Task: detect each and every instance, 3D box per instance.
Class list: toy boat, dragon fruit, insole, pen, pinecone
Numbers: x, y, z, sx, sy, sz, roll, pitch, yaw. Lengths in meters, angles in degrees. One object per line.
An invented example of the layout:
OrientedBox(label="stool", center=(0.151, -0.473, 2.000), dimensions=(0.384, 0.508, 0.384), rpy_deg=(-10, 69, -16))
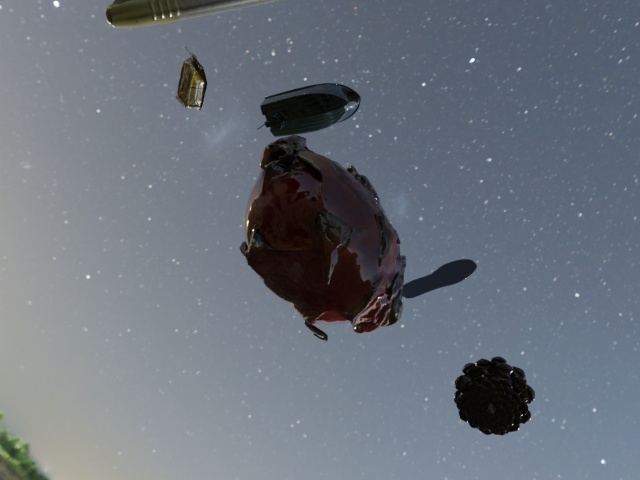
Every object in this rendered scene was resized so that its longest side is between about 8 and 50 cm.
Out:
OrientedBox(label="toy boat", center=(-0.019, -0.280, 1.112), dimensions=(0.246, 0.103, 0.092), rpy_deg=(-1, -53, 38))
OrientedBox(label="dragon fruit", center=(-0.002, -0.003, 0.804), dimensions=(0.250, 0.250, 0.315), rpy_deg=(-7, -57, 50))
OrientedBox(label="insole", center=(0.263, 0.085, 1.174), dimensions=(0.064, 0.189, 0.004), rpy_deg=(-121, -167, -48))
OrientedBox(label="pen", center=(-0.113, -0.266, 0.568), dimensions=(0.032, 0.234, 0.040), rpy_deg=(36, -38, 59))
OrientedBox(label="pinecone", center=(0.309, 0.272, 0.943), dimensions=(0.140, 0.121, 0.140), rpy_deg=(1, -86, 19))

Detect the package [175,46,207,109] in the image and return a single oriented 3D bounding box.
OrientedBox(label="package", center=(-0.303, -0.383, 1.251), dimensions=(0.071, 0.047, 0.131), rpy_deg=(47, -51, 40))
